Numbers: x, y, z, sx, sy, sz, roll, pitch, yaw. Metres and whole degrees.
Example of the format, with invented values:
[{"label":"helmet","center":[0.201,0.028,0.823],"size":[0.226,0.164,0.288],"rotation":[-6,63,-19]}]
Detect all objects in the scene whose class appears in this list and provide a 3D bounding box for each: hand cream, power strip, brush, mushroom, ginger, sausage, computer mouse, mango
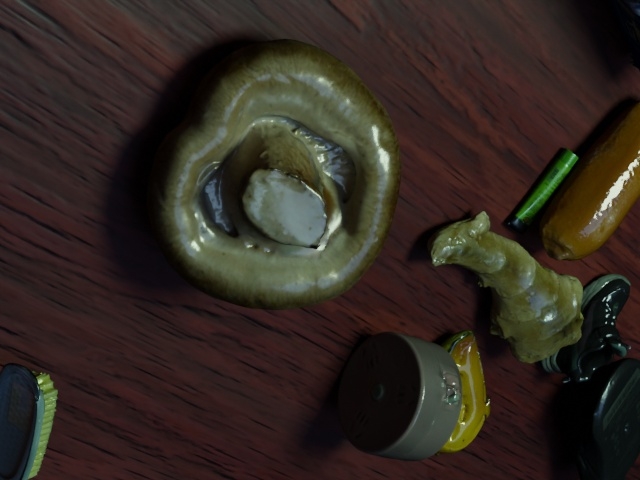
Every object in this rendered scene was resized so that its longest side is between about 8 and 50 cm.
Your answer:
[{"label":"hand cream","center":[0.281,-0.061,1.772],"size":[0.036,0.023,0.122],"rotation":[29,99,-45]},{"label":"power strip","center":[0.097,0.189,1.704],"size":[0.078,0.154,0.154],"rotation":[18,106,-38]},{"label":"brush","center":[-0.328,0.251,1.502],"size":[0.060,0.068,0.297],"rotation":[-20,135,-54]},{"label":"mushroom","center":[-0.048,-0.062,1.436],"size":[0.278,0.146,0.278],"rotation":[-3,107,-9]},{"label":"ginger","center":[0.231,0.059,1.780],"size":[0.294,0.086,0.131],"rotation":[33,104,-36]},{"label":"sausage","center":[0.363,-0.074,1.779],"size":[0.238,0.098,0.098],"rotation":[-51,135,-4]},{"label":"computer mouse","center":[0.410,0.261,2.033],"size":[0.147,0.088,0.264],"rotation":[-44,137,-29]},{"label":"mango","center":[0.169,0.200,1.831],"size":[0.101,0.066,0.187],"rotation":[-8,117,-24]}]

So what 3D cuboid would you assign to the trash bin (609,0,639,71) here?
[{"label":"trash bin","center":[0.422,-0.289,1.629],"size":[0.184,0.162,0.234],"rotation":[-30,138,1]}]

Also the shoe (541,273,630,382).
[{"label":"shoe","center":[0.383,0.130,1.919],"size":[0.071,0.099,0.169],"rotation":[35,94,-42]}]
